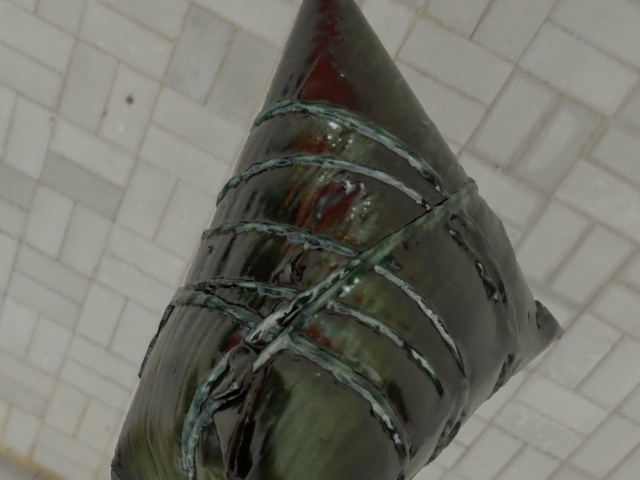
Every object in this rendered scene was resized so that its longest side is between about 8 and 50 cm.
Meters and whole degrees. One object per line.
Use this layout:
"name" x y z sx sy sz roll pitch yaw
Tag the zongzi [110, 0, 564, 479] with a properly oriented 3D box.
"zongzi" 0.000 0.000 0.653 0.319 0.383 0.362 -15 104 54
